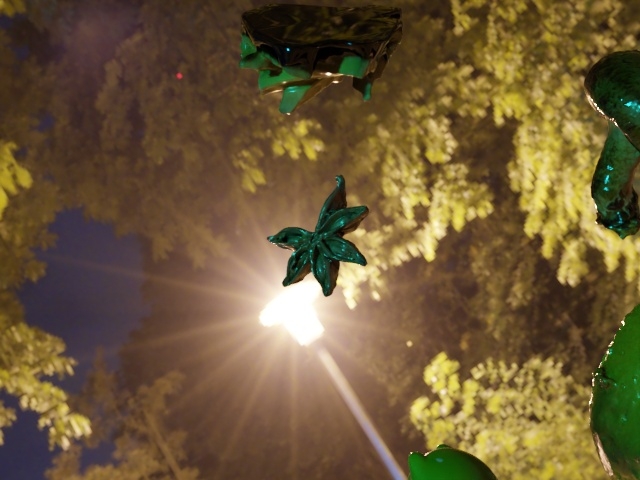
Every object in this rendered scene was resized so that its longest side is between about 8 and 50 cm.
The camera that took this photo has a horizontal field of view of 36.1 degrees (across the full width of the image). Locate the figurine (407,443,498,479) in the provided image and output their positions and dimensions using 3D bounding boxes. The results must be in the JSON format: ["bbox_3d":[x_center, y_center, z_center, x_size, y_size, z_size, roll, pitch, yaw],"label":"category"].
[{"bbox_3d":[0.230,0.441,1.532,0.162,0.263,0.143,-3,-35,-46],"label":"figurine"}]

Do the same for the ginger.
[{"bbox_3d":[0.007,-0.365,2.055,0.359,0.413,0.211,-4,-63,-5],"label":"ginger"}]

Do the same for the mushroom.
[{"bbox_3d":[0.702,-0.251,2.251,0.356,0.334,0.331,-39,19,35],"label":"mushroom"}]

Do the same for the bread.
[{"bbox_3d":[0.359,0.198,1.005,0.147,0.160,0.260,-26,-61,-20],"label":"bread"}]

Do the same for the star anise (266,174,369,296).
[{"bbox_3d":[0.009,0.011,1.680,0.208,0.171,0.063,-42,-30,19],"label":"star anise"}]
